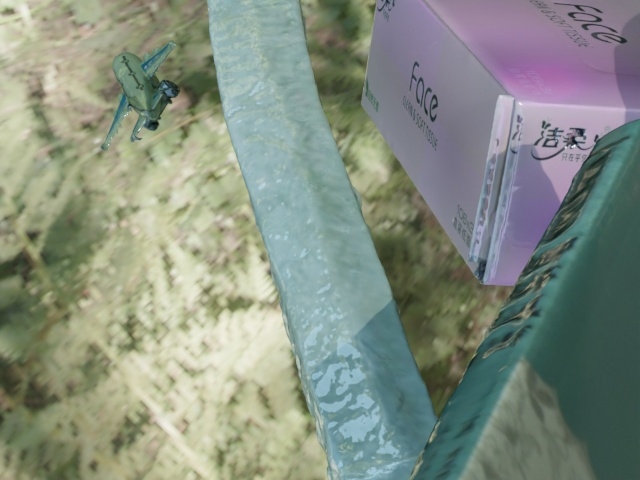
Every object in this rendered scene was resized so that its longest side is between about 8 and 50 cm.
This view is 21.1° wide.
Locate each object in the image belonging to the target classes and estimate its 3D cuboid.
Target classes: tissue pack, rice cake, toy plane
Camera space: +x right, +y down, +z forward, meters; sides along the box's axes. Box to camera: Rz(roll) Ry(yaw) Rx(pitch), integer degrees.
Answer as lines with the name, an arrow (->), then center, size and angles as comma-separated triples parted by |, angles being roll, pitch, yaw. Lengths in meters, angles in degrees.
tissue pack -> 0.117, -0.065, 0.853 | 0.148, 0.246, 0.092 | 2, 114, -14
rice cake -> 0.000, 0.000, 0.641 | 0.045, 0.042, 0.245 | -15, 59, -4
toy plane -> -0.108, -0.091, 1.037 | 0.033, 0.083, 0.080 | 24, 112, -26

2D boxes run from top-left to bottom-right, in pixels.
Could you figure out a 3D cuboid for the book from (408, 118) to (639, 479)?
book -> 0.103, 0.142, 0.462 | 0.031, 0.379, 0.264 | -22, 105, 29
